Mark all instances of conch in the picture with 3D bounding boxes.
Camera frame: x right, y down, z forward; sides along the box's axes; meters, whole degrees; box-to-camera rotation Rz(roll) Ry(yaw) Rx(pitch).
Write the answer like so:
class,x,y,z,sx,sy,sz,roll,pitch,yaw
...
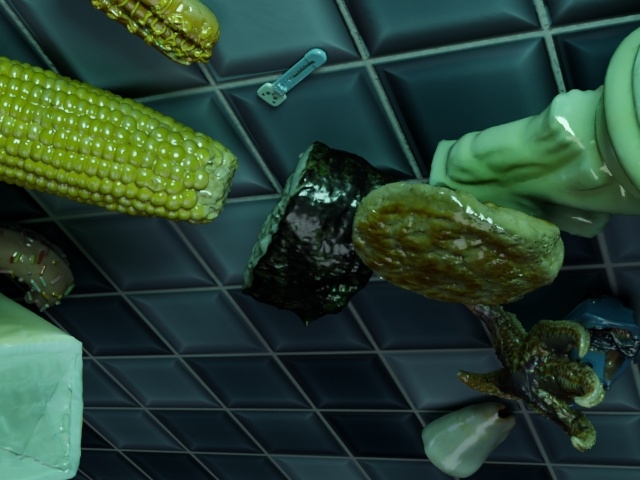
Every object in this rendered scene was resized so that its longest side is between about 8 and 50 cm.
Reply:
class,x,y,z,sx,sy,sz,roll,pitch,yaw
conch,0.218,0.283,1.343,0.104,0.094,0.176,35,115,-4

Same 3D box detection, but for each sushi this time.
class,x,y,z,sx,sy,sz,roll,pitch,yaw
sushi,0.000,0.000,0.986,0.127,0.124,0.225,24,141,-8

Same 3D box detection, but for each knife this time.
class,x,y,z,sx,sy,sz,roll,pitch,yaw
knife,-0.027,-0.157,0.884,0.027,0.010,0.096,33,140,-23

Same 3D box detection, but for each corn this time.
class,x,y,z,sx,sy,sz,roll,pitch,yaw
corn,-0.260,-0.103,0.942,0.347,0.130,0.130,19,144,-3

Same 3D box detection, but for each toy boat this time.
class,x,y,z,sx,sy,sz,roll,pitch,yaw
toy boat,0.317,0.153,1.098,0.100,0.097,0.223,15,143,5

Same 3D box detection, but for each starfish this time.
class,x,y,z,sx,sy,sz,roll,pitch,yaw
starfish,0.240,0.147,1.063,0.071,0.216,0.238,-11,165,-30

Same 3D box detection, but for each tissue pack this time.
class,x,y,z,sx,sy,sz,roll,pitch,yaw
tissue pack,-0.517,0.180,1.133,0.332,0.205,0.405,-2,-172,-34

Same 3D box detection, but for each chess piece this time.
class,x,y,z,sx,sy,sz,roll,pitch,yaw
chess piece,0.240,-0.070,0.809,0.176,0.175,0.298,31,154,-21

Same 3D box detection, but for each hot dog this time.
class,x,y,z,sx,sy,sz,roll,pitch,yaw
hot dog,-0.163,-0.218,0.823,0.165,0.045,0.071,36,138,-24

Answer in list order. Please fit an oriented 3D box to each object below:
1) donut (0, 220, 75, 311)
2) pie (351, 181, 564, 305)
class,x,y,z,sx,sy,sz,roll,pitch,yaw
donut,-0.408,0.027,1.225,0.166,0.065,0.117,22,144,-12
pie,0.126,-0.001,0.841,0.194,0.079,0.163,14,159,4
